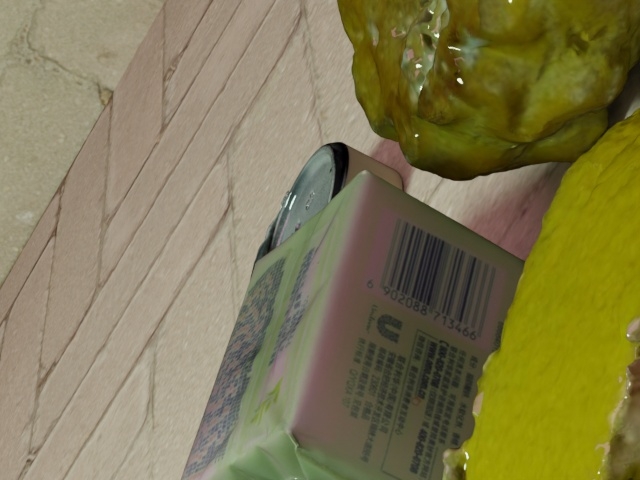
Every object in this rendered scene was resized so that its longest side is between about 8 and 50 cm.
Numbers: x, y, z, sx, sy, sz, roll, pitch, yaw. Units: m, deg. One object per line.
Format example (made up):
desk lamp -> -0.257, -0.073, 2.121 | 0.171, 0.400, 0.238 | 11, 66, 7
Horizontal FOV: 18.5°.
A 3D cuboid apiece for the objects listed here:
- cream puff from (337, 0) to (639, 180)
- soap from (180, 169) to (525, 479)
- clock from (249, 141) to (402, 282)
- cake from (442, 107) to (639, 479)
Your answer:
cream puff -> 0.123, -0.172, 1.230 | 0.282, 0.185, 0.282 | 175, 90, -69
soap -> 0.019, 0.093, 1.225 | 0.182, 0.138, 0.199 | -38, 30, 54
clock -> 0.000, 0.000, 1.568 | 0.155, 0.063, 0.229 | -60, 15, 11
cake -> 0.162, 0.064, 0.752 | 0.260, 0.179, 0.156 | -64, 15, -6
